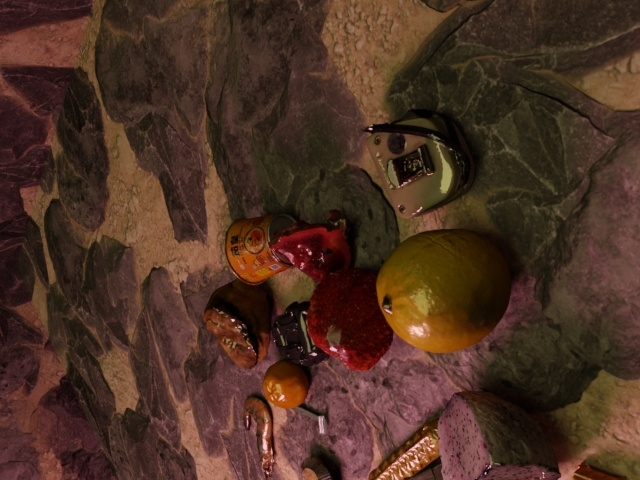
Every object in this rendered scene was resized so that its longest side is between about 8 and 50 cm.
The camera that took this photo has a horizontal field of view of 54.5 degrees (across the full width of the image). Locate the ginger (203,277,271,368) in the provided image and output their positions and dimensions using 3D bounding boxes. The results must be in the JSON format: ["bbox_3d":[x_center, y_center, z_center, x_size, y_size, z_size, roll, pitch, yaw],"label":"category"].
[{"bbox_3d":[-0.253,0.262,2.040,0.269,0.223,0.200,46,134,0],"label":"ginger"}]

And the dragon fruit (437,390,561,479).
[{"bbox_3d":[0.410,0.471,1.450,0.283,0.204,0.221,106,159,-47],"label":"dragon fruit"}]

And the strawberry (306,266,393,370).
[{"bbox_3d":[0.076,0.204,1.638,0.250,0.288,0.238,20,106,18],"label":"strawberry"}]

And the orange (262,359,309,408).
[{"bbox_3d":[-0.116,0.466,2.003,0.159,0.136,0.159,14,112,39],"label":"orange"}]

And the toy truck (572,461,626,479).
[{"bbox_3d":[0.587,0.641,1.356,0.114,0.135,0.270,9,103,46],"label":"toy truck"}]

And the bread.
[{"bbox_3d":[0.241,0.611,1.727,0.077,0.084,0.367,28,127,-10],"label":"bread"}]

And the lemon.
[{"bbox_3d":[0.278,0.110,1.403,0.297,0.297,0.297,14,110,42],"label":"lemon"}]

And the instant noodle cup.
[{"bbox_3d":[-0.161,0.015,1.893,0.172,0.216,0.215,-16,89,37],"label":"instant noodle cup"}]

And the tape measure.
[{"bbox_3d":[0.234,-0.209,1.484,0.231,0.133,0.271,-33,74,45],"label":"tape measure"}]

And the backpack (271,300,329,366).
[{"bbox_3d":[-0.058,0.289,1.917,0.258,0.133,0.206,-26,79,52],"label":"backpack"}]

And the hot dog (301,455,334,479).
[{"bbox_3d":[0.006,0.828,2.019,0.162,0.082,0.270,18,121,50],"label":"hot dog"}]

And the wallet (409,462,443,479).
[{"bbox_3d":[0.303,0.684,1.627,0.317,0.044,0.169,-41,47,28],"label":"wallet"}]

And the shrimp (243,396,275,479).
[{"bbox_3d":[-0.225,0.705,2.239,0.169,0.058,0.296,6,101,51],"label":"shrimp"}]

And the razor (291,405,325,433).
[{"bbox_3d":[-0.049,0.565,2.033,0.191,0.037,0.068,13,114,45],"label":"razor"}]

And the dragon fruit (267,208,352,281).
[{"bbox_3d":[0.000,0.000,1.766,0.211,0.262,0.134,-39,34,17],"label":"dragon fruit"}]
